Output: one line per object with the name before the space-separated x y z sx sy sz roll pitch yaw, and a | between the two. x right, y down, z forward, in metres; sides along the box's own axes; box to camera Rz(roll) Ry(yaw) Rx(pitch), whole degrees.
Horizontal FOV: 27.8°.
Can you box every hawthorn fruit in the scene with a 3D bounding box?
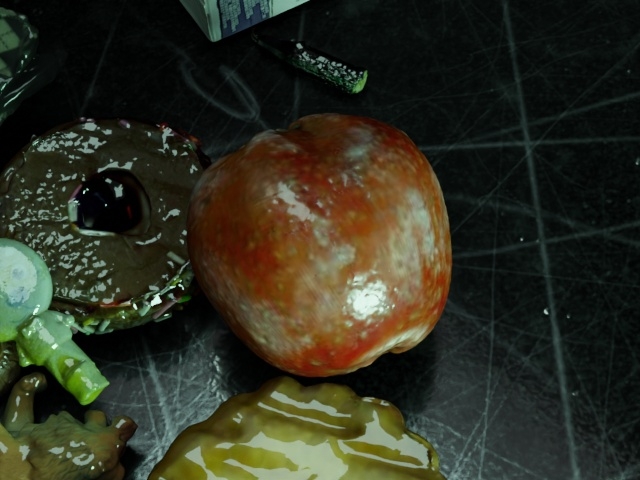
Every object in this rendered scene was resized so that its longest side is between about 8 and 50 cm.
hawthorn fruit | 0.000 0.000 1.293 0.284 0.284 0.284 0 59 0

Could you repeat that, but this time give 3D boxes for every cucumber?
cucumber | -0.020 -0.220 1.554 0.163 0.039 0.043 24 37 14

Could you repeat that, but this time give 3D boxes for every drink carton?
drink carton | -0.073 -0.357 1.595 0.222 0.102 0.134 -26 54 -16

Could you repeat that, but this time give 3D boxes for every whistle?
whistle | -0.286 0.083 1.284 0.104 0.057 0.198 -45 84 -7

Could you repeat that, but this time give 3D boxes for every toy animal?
toy animal | -0.332 0.230 1.260 0.312 0.097 0.157 -28 69 -14

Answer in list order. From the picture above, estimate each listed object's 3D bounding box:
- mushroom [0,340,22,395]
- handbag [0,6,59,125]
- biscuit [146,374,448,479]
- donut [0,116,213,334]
mushroom | -0.366 0.108 1.332 0.126 0.085 0.109 24 47 -15
handbag | -0.498 -0.101 1.386 0.316 0.180 0.416 16 65 19
biscuit | -0.019 0.291 1.213 0.325 0.107 0.326 -2 58 3
donut | -0.228 -0.018 1.399 0.269 0.103 0.270 1 61 -1
